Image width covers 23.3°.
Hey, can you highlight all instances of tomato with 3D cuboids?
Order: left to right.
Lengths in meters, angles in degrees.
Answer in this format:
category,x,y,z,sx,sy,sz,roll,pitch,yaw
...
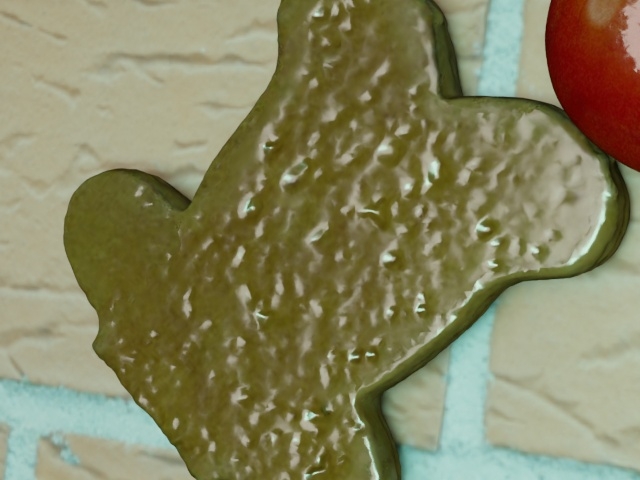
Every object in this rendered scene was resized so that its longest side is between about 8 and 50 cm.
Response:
category,x,y,z,sx,sy,sz,roll,pitch,yaw
tomato,0.244,-0.133,1.031,0.195,0.136,0.195,-3,84,27

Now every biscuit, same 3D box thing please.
category,x,y,z,sx,sy,sz,roll,pitch,yaw
biscuit,0.000,0.000,1.189,0.368,0.076,0.394,44,102,24
